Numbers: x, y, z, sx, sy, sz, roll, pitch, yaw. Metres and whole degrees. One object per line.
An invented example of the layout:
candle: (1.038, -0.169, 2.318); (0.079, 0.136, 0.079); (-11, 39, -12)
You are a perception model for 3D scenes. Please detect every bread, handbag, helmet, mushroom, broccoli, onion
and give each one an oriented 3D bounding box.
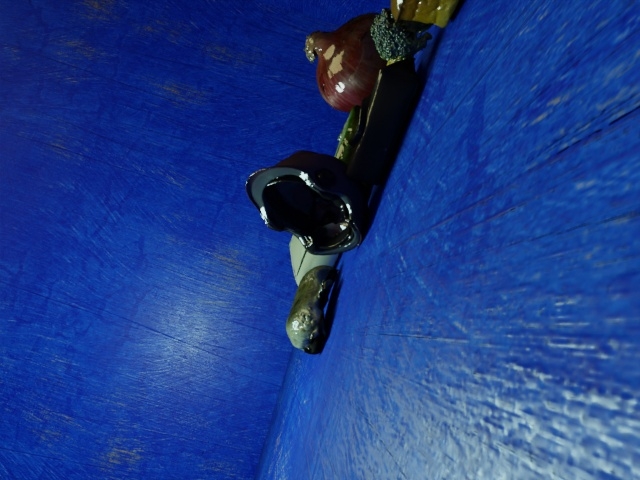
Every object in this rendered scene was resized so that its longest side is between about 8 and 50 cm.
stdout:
bread: (0.214, -0.519, 0.790); (0.269, 0.143, 0.195); (108, 179, -61)
handbag: (0.155, -0.304, 1.099); (0.257, 0.114, 0.285); (-64, -6, -56)
helmet: (-0.012, -0.124, 1.186); (0.271, 0.338, 0.197); (-34, 23, 51)
mushroom: (-0.029, 0.206, 1.416); (0.344, 0.130, 0.247); (-76, 0, -51)
broccoli: (0.203, -0.476, 0.996); (0.204, 0.118, 0.122); (-38, 12, -32)
handbag: (0.000, 0.000, 1.689); (0.358, 0.160, 0.236); (113, 159, -45)
onion: (0.141, -0.609, 1.532); (0.353, 0.354, 0.353); (-163, 90, -88)
bread: (0.094, -0.232, 1.428); (0.366, 0.129, 0.381); (110, 176, -55)

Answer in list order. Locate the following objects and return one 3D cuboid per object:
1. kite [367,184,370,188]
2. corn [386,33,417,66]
kite: (0.182, -0.277, 1.407); (0.314, 0.012, 0.335); (136, 150, -86)
corn: (0.235, -0.533, 1.338); (0.072, 0.072, 0.203); (-76, 5, -54)
